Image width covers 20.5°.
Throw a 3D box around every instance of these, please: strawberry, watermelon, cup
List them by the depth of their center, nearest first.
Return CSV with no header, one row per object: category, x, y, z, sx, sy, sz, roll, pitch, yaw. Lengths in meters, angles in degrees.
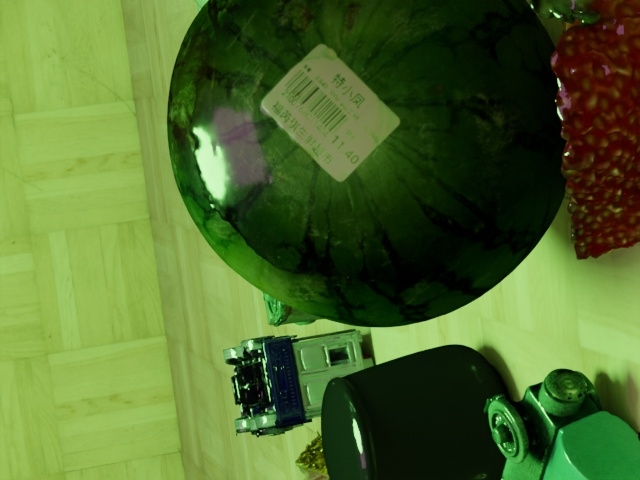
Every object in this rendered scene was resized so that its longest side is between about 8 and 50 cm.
strawberry,0.213,-0.120,1.263,0.188,0.106,0.286,-81,-20,-53
watermelon,0.043,-0.092,1.455,0.363,0.363,0.363,171,90,-76
cup,0.100,0.219,1.740,0.169,0.177,0.223,133,127,-68

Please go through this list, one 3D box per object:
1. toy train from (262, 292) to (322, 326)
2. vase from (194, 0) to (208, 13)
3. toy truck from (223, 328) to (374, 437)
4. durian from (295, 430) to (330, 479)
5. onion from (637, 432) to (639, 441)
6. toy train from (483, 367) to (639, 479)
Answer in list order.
toy train,0.000,0.000,2.093,0.326,0.129,0.159,113,151,-65
vase,-0.038,-0.278,1.798,0.445,0.250,0.250,-104,14,-46
toy truck,-0.031,0.181,2.272,0.268,0.155,0.124,150,111,-78
durian,0.033,0.295,2.133,0.165,0.132,0.182,-105,0,-70
onion,0.280,0.093,1.146,0.150,0.140,0.150,-43,-40,-52
toy train,0.207,0.220,1.504,0.159,0.101,0.248,54,153,34
